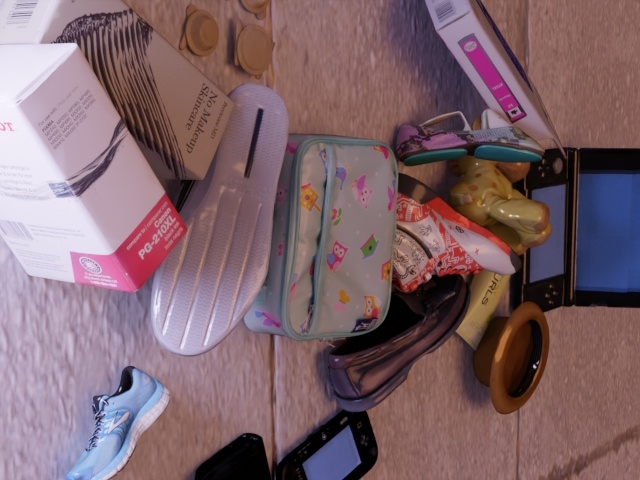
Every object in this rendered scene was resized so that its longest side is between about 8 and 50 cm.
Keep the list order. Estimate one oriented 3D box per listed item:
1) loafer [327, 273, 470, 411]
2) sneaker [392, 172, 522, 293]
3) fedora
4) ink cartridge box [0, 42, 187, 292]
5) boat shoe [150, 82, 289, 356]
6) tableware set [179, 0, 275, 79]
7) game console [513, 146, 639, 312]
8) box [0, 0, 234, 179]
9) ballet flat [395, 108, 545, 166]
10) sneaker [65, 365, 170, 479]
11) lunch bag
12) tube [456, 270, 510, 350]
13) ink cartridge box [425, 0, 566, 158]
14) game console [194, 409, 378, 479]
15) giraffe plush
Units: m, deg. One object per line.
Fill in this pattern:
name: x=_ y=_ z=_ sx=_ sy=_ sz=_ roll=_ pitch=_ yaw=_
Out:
loafer: x=0.118 y=0.122 z=1.770 sx=0.302 sy=0.109 sz=0.095 roll=-44 pitch=123 yaw=-35
sneaker: x=0.170 y=0.024 z=1.787 sx=0.270 sy=0.090 sz=0.145 roll=33 pitch=83 yaw=-32
fedora: x=0.311 y=0.191 z=2.040 sx=0.194 sy=0.079 sz=0.194 roll=-20 pitch=117 yaw=-47
ink cartridge box: x=-0.266 y=-0.073 z=1.197 sx=0.100 sy=0.172 sz=0.237 roll=-53 pitch=133 yaw=-33
boat shoe: x=-0.117 y=-0.019 z=1.432 sx=0.121 sy=0.119 sz=0.335 roll=23 pitch=72 yaw=-15
tableware set: x=-0.109 y=-0.282 z=1.488 sx=0.169 sy=0.020 sz=0.141 roll=17 pitch=80 yaw=-50
game console: x=0.472 y=-0.013 z=2.137 sx=0.250 sy=0.173 sz=0.293 roll=-11 pitch=103 yaw=-51
box: x=-0.219 y=-0.176 z=1.303 sx=0.275 sy=0.094 sz=0.113 roll=38 pitch=65 yaw=-47
ballet flat: x=0.220 y=-0.154 z=1.794 sx=0.077 sy=0.222 sz=0.079 roll=99 pitch=-11 yaw=-75
sneaker: x=-0.243 y=0.209 z=1.376 sx=0.073 sy=0.063 sz=0.162 roll=50 pitch=51 yaw=-22
lunch bag: x=0.000 y=0.000 z=1.595 sx=0.224 sy=0.108 sz=0.279 roll=-1 pitch=96 yaw=-52
tube: x=0.284 y=0.059 z=2.007 sx=0.070 sy=0.062 sz=0.240 roll=28 pitch=75 yaw=-13
ink cartridge box: x=0.259 y=-0.273 z=1.847 sx=0.371 sy=0.069 sz=0.175 roll=43 pitch=25 yaw=-44
game console: x=-0.040 y=0.330 z=1.648 sx=0.361 sy=0.044 sz=0.213 roll=-33 pitch=120 yaw=-45
giraffe plush: x=0.264 y=-0.092 z=1.903 sx=0.210 sy=0.181 sz=0.170 roll=19 pitch=66 yaw=-16
